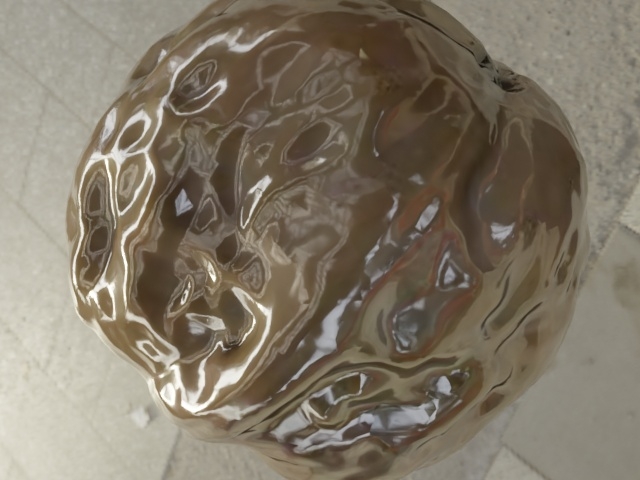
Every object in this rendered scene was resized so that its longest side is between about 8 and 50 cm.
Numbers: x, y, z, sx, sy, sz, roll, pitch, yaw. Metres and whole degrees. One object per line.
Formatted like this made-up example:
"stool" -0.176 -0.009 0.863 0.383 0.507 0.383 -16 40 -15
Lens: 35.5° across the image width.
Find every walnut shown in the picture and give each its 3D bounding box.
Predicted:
"walnut" 0.002 0.001 0.524 0.273 0.273 0.227 -54 34 31
